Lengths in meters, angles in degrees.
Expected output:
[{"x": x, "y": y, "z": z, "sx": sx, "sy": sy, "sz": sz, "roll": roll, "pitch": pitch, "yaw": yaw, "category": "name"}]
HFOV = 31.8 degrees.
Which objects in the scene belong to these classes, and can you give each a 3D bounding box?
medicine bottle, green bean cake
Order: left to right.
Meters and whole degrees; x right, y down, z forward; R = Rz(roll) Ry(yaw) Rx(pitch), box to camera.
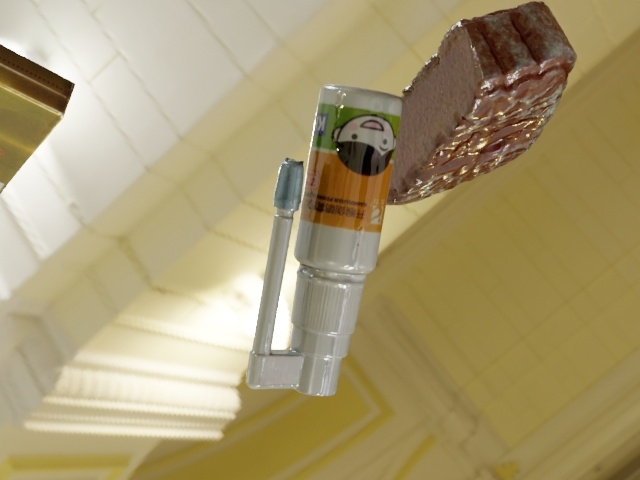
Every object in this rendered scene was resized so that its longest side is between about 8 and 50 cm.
[{"x": 0.000, "y": 0.000, "z": 0.798, "sx": 0.092, "sy": 0.221, "sz": 0.061, "roll": 5, "pitch": -173, "yaw": -37, "category": "medicine bottle"}, {"x": 0.160, "y": -0.142, "z": 1.207, "sx": 0.097, "sy": 0.198, "sz": 0.233, "roll": 64, "pitch": 160, "yaw": 20, "category": "green bean cake"}]

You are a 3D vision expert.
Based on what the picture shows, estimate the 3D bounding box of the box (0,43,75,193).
[{"x": -0.187, "y": -0.071, "z": 0.497, "sx": 0.133, "sy": 0.090, "sz": 0.023, "roll": 26, "pitch": -124, "yaw": -22, "category": "box"}]
